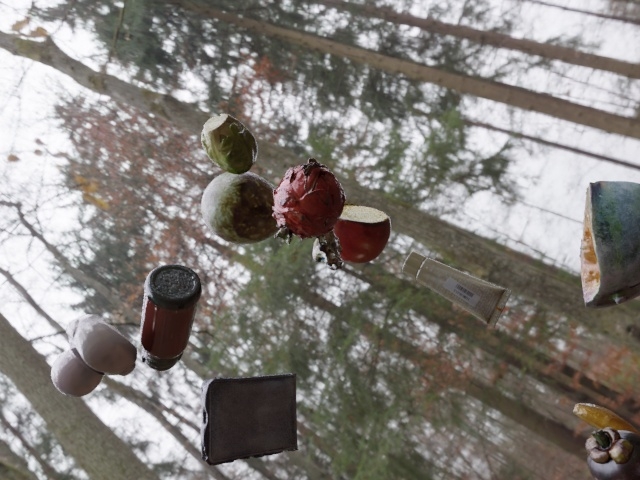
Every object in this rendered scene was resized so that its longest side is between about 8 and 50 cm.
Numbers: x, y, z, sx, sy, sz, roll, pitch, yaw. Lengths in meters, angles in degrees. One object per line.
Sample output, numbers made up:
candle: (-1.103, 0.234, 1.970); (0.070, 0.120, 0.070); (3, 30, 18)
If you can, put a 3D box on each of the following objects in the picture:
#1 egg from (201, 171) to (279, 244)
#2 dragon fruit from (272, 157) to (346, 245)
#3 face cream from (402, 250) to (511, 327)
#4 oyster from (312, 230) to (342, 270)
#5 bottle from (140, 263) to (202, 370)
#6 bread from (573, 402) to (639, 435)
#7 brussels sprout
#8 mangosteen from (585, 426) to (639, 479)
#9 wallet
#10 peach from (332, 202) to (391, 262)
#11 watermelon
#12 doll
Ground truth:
egg: (-0.240, -0.101, 1.892); (0.290, 0.238, 0.238); (15, -80, -32)
dragon fruit: (-0.027, -0.091, 1.398); (0.172, 0.172, 0.209); (-7, -48, -51)
face cream: (0.430, 0.145, 1.898); (0.084, 0.341, 0.137); (-17, -49, -61)
oyster: (0.008, -0.004, 1.681); (0.092, 0.198, 0.259); (-24, -2, -4)
bottle: (-0.418, 0.223, 1.593); (0.144, 0.144, 0.336); (-26, -30, -42)
bread: (0.644, 0.410, 1.349); (0.154, 0.136, 0.054); (177, 118, -86)
brussels sprout: (-0.264, -0.278, 1.703); (0.161, 0.144, 0.180); (-59, -46, -44)
mangosteen: (0.565, 0.412, 1.116); (0.140, 0.140, 0.140); (-31, -46, -39)
wallet: (-0.142, 0.358, 1.202); (0.222, 0.036, 0.167); (4, -101, -37)
peach: (0.130, -0.034, 2.350); (0.275, 0.249, 0.245); (14, -96, -13)
watermelon: (0.601, 0.034, 1.127); (0.322, 0.188, 0.175); (49, -137, -54)
doll: (-0.617, 0.319, 1.564); (0.221, 0.251, 0.220); (5, -100, -29)
